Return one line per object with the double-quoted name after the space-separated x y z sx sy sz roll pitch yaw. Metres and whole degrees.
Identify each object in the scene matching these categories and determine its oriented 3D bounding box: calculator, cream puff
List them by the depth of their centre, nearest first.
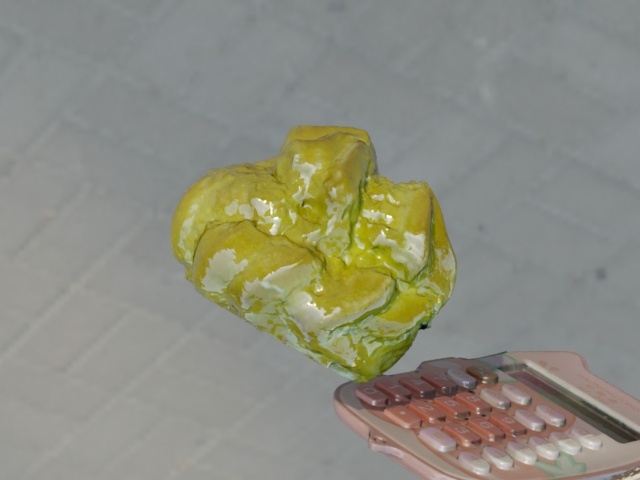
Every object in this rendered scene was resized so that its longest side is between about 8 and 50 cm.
0.000 0.000 1.498 0.221 0.195 0.195 28 137 -1 "cream puff"
0.160 0.158 1.634 0.329 0.220 0.048 -2 115 -41 "calculator"
